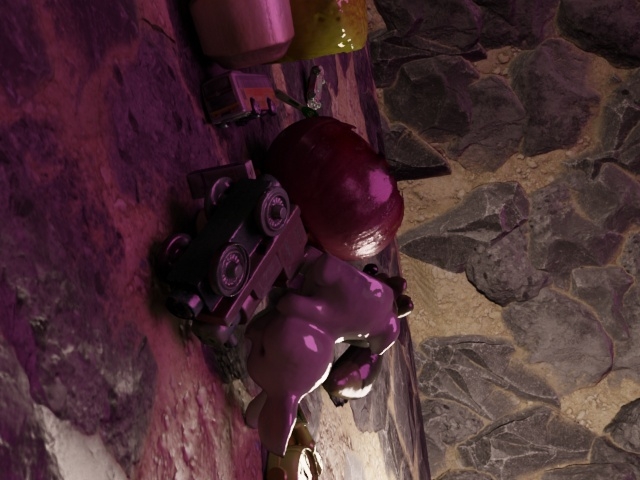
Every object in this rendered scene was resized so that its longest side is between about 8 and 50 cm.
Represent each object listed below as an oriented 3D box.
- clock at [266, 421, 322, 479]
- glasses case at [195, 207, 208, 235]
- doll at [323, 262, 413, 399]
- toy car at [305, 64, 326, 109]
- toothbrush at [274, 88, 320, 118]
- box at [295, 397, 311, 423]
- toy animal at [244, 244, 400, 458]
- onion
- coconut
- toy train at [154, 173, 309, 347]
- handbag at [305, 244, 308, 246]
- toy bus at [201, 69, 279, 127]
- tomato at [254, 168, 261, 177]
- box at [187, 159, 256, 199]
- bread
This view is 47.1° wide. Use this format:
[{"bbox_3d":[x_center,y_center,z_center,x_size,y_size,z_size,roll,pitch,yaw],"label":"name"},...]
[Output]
[{"bbox_3d":[-0.054,0.501,1.492,0.232,0.069,0.170,-80,156,-52],"label":"clock"},{"bbox_3d":[-0.175,0.027,1.359,0.083,0.050,0.196,-79,156,-60],"label":"glasses case"},{"bbox_3d":[0.108,0.249,1.928,0.382,0.252,0.378,-2,90,-63],"label":"doll"},{"bbox_3d":[-0.019,-0.474,2.273,0.069,0.055,0.142,45,52,-65],"label":"toy car"},{"bbox_3d":[-0.027,-0.314,1.825,0.304,0.030,0.030,38,-18,40],"label":"toothbrush"},{"bbox_3d":[-0.074,0.315,1.575,0.041,0.050,0.207,-75,153,-51],"label":"box"},{"bbox_3d":[-0.018,0.202,1.354,0.241,0.367,0.196,41,-9,-12],"label":"toy animal"},{"bbox_3d":[0.007,-0.108,1.679,0.345,0.358,0.358,-20,104,-33],"label":"onion"},{"bbox_3d":[-0.155,-0.456,1.445,0.202,0.202,0.222,-70,152,-63],"label":"coconut"},{"bbox_3d":[-0.138,0.037,1.210,0.304,0.150,0.221,-57,145,-35],"label":"toy train"},{"bbox_3d":[0.000,0.000,2.033,0.229,0.062,0.179,51,33,-64],"label":"handbag"},{"bbox_3d":[-0.163,-0.298,1.541,0.268,0.092,0.106,-42,113,-73],"label":"toy bus"},{"bbox_3d":[-0.128,-0.028,1.471,0.225,0.085,0.225,162,-90,-89],"label":"tomato"},{"bbox_3d":[-0.175,-0.108,1.310,0.036,0.117,0.050,-60,137,-65],"label":"box"},{"bbox_3d":[-0.061,-0.579,1.657,0.348,0.308,0.348,-8,90,-78],"label":"bread"}]
